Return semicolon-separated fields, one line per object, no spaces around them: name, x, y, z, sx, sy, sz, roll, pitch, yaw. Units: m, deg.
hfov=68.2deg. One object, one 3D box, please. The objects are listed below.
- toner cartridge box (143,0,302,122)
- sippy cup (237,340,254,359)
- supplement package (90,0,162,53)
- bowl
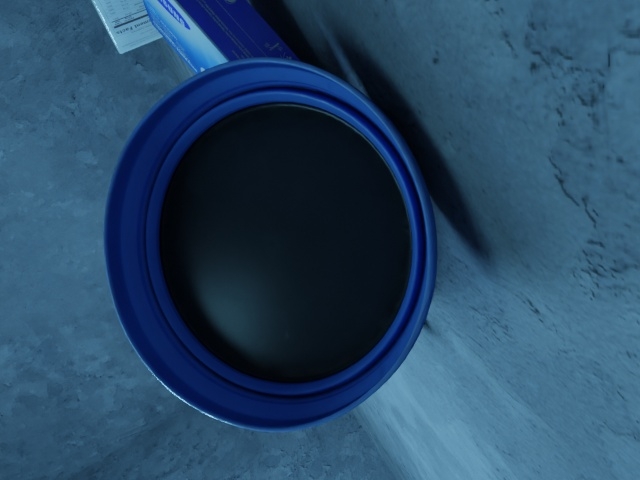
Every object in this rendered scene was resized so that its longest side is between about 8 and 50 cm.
toner cartridge box;-0.107;-0.235;0.643;0.347;0.075;0.165;49;167;2
sippy cup;-0.017;0.083;0.677;0.305;0.224;0.240;46;175;16
supplement package;-0.299;-0.472;0.755;0.261;0.204;0.145;57;168;19
bowl;-0.066;0.007;0.525;0.390;0.391;0.077;60;-159;9
